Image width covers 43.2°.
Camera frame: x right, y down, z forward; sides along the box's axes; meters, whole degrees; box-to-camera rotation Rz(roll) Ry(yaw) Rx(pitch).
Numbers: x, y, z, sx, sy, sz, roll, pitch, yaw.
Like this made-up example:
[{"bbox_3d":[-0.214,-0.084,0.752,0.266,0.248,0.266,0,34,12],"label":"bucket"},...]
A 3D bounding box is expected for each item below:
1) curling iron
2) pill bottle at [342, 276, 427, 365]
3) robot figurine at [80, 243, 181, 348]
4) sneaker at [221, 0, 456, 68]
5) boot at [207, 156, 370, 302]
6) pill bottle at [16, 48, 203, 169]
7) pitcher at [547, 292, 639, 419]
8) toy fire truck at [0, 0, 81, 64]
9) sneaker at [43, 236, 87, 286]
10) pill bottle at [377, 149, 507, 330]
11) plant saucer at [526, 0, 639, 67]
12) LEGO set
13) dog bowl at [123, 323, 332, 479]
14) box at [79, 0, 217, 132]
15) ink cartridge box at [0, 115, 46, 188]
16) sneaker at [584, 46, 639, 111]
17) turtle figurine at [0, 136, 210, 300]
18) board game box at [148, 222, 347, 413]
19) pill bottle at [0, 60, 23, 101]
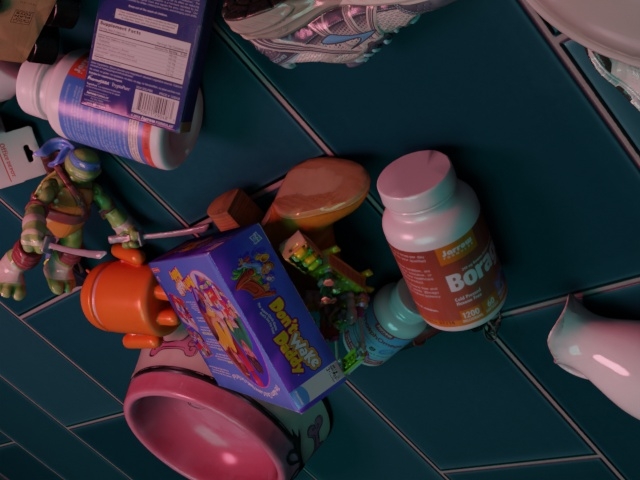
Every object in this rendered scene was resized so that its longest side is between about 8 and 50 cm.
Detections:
[{"bbox_3d":[0.161,0.148,1.215,0.068,0.035,0.274,44,138,-18],"label":"curling iron"},{"bbox_3d":[0.102,0.115,1.174,0.087,0.087,0.160,33,140,-5],"label":"pill bottle"},{"bbox_3d":[-0.313,0.094,1.369,0.219,0.128,0.158,2,141,28],"label":"robot figurine"},{"bbox_3d":[0.042,-0.245,0.834,0.283,0.110,0.122,-1,150,35],"label":"sneaker"},{"bbox_3d":[-0.001,0.001,1.117,0.295,0.104,0.211,-9,134,42],"label":"boot"},{"bbox_3d":[-0.276,-0.179,1.053,0.222,0.124,0.124,17,139,12],"label":"pill bottle"},{"bbox_3d":[0.402,0.166,1.044,0.207,0.125,0.177,24,162,23],"label":"pitcher"},{"bbox_3d":[-0.376,-0.359,0.931,0.159,0.246,0.217,1,158,-35],"label":"toy fire truck"},{"bbox_3d":[-0.456,0.042,1.459,0.053,0.059,0.144,-8,154,-4],"label":"sneaker"},{"bbox_3d":[0.148,0.001,0.997,0.121,0.121,0.216,-2,132,32],"label":"pill bottle"},{"bbox_3d":[0.276,-0.289,0.572,0.401,0.100,0.400,20,133,23],"label":"plant saucer"},{"bbox_3d":[0.013,0.101,1.093,0.132,0.107,0.287,-2,149,-2],"label":"LEGO set"},{"bbox_3d":[-0.192,0.335,1.537,0.408,0.150,0.408,17,140,15],"label":"dog bowl"},{"bbox_3d":[-0.194,-0.251,0.936,0.136,0.036,0.225,18,105,13],"label":"box"},{"bbox_3d":[-0.534,-0.131,1.263,0.104,0.181,0.061,88,156,-47],"label":"ink cartridge box"},{"bbox_3d":[0.306,-0.168,0.796,0.109,0.040,0.044,36,124,-14],"label":"sneaker"},{"bbox_3d":[-0.373,0.011,1.231,0.275,0.198,0.266,39,124,-4],"label":"turtle figurine"},{"bbox_3d":[-0.120,0.107,1.146,0.233,0.078,0.347,62,157,-9],"label":"board game box"},{"bbox_3d":[-0.544,-0.187,1.089,0.283,0.161,0.161,-34,116,10],"label":"pill bottle"}]
